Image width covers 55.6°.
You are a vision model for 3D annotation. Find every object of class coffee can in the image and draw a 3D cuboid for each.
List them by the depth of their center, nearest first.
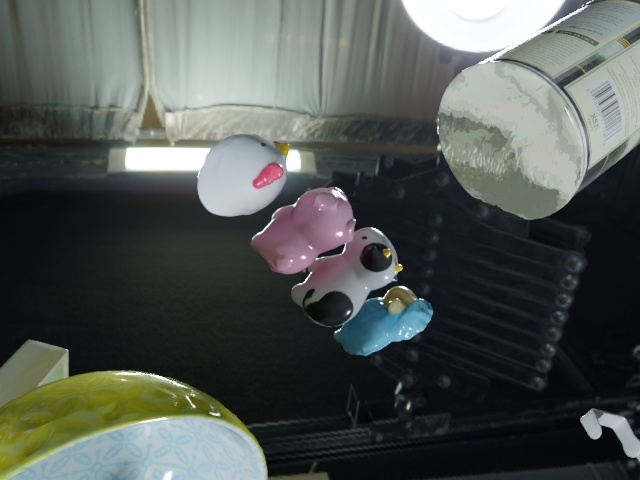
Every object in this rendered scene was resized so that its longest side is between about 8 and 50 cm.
[{"bbox_3d":[0.316,-0.177,0.782,0.275,0.202,0.201,-32,-135,-28],"label":"coffee can"}]

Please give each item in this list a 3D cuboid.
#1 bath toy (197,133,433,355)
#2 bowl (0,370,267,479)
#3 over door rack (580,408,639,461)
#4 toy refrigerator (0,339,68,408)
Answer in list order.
[{"bbox_3d":[0.000,0.000,0.771,0.129,0.348,0.151,0,-131,55],"label":"bath toy"},{"bbox_3d":[-0.207,0.211,0.521,0.289,0.290,0.156,-14,-143,-31],"label":"bowl"},{"bbox_3d":[0.332,0.380,0.647,0.108,0.239,0.324,10,-142,-33],"label":"over door rack"},{"bbox_3d":[-0.555,0.305,1.088,0.094,0.102,0.269,14,-153,3],"label":"toy refrigerator"}]
